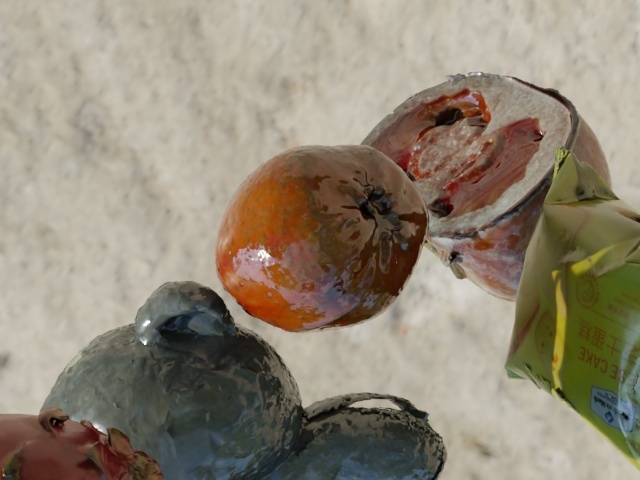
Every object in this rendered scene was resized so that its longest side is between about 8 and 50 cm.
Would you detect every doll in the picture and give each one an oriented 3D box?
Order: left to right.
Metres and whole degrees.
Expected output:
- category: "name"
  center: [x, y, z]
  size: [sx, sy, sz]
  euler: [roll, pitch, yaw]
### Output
- category: "doll"
  center: [-0.046, 0.167, 1.261]
  size: [0.246, 0.158, 0.340]
  euler: [-40, 124, 16]

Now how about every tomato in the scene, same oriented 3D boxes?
- category: "tomato"
  center: [0.146, -0.027, 1.608]
  size: [0.155, 0.181, 0.214]
  euler: [49, 175, -35]

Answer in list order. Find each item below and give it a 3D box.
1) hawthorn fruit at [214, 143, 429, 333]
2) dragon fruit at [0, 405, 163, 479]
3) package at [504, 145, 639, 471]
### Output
- category: "hawthorn fruit"
  center: [0.000, 0.000, 1.149]
  size: [0.128, 0.128, 0.128]
  euler: [11, 134, 11]
- category: "dragon fruit"
  center: [-0.167, 0.155, 1.047]
  size: [0.166, 0.133, 0.136]
  euler: [1, 173, -14]
- category: "package"
  center: [0.183, 0.049, 1.188]
  size: [0.090, 0.226, 0.168]
  euler: [3, 107, -26]
